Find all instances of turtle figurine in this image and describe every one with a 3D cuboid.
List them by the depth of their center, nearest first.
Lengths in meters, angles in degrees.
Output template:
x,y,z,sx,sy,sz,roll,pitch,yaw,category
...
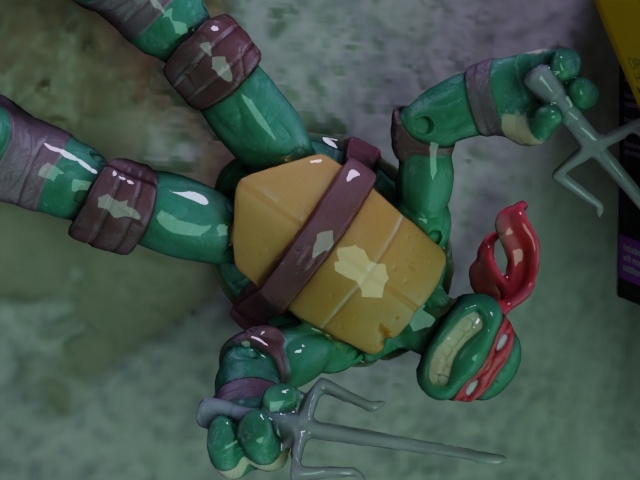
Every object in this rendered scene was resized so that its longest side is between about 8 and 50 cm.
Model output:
x,y,z,sx,sy,sz,roll,pitch,yaw,category
0.000,0.000,0.551,0.234,0.118,0.175,33,73,-7,turtle figurine

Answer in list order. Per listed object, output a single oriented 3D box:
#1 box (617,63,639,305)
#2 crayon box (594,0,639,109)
x,y,z,sx,sy,sz,roll,pitch,yaw,category
0.146,-0.047,0.594,0.029,0.116,0.162,-4,101,-18,box
0.283,-0.083,0.531,0.363,0.106,0.313,-34,112,-17,crayon box
